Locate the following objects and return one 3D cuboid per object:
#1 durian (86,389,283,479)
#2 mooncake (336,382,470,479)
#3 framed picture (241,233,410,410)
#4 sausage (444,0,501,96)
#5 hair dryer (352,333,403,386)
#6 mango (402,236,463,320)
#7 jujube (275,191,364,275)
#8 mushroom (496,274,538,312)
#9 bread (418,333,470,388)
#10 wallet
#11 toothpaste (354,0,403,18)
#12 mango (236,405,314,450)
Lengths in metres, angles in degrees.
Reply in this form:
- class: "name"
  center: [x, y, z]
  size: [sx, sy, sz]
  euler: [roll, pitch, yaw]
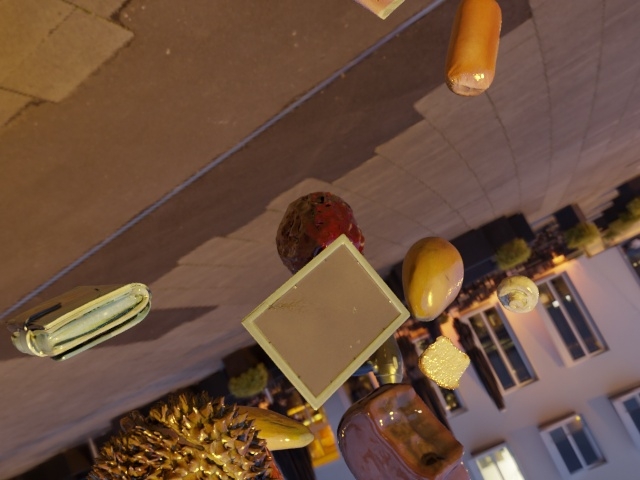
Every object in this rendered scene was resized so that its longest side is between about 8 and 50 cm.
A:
- class: "durian"
  center: [-0.221, 0.447, 1.028]
  size: [0.348, 0.384, 0.347]
  euler: [-32, -168, 7]
- class: "mooncake"
  center: [0.197, 0.497, 1.467]
  size: [0.174, 0.333, 0.326]
  euler: [-22, -153, -38]
- class: "framed picture"
  center: [0.017, 0.160, 1.246]
  size: [0.296, 0.232, 0.019]
  euler: [-40, -178, -24]
- class: "sausage"
  center: [0.331, -0.427, 1.315]
  size: [0.105, 0.274, 0.105]
  euler: [11, 152, 6]
- class: "hair dryer"
  center: [0.103, 0.313, 1.686]
  size: [0.272, 0.235, 0.091]
  euler: [-3, 169, -27]
- class: "mango"
  center: [0.325, 0.110, 1.801]
  size: [0.173, 0.211, 0.317]
  euler: [-3, -155, 22]
- class: "jujube"
  center: [0.000, 0.000, 1.714]
  size: [0.259, 0.258, 0.376]
  euler: [-23, -154, -8]
- class: "mushroom"
  center: [0.401, 0.111, 1.238]
  size: [0.084, 0.083, 0.067]
  euler: [-33, -164, 33]
- class: "bread"
  center: [0.334, 0.333, 1.651]
  size: [0.126, 0.129, 0.044]
  euler: [-50, 173, -18]
- class: "wallet"
  center: [-0.404, 0.124, 1.003]
  size: [0.176, 0.075, 0.250]
  euler: [-30, -165, -36]
- class: "toothpaste"
  center: [0.045, -0.425, 0.993]
  size: [0.067, 0.194, 0.043]
  euler: [-47, 163, -23]
- class: "mango"
  center: [-0.176, 0.557, 1.784]
  size: [0.317, 0.119, 0.176]
  euler: [5, 173, 14]
